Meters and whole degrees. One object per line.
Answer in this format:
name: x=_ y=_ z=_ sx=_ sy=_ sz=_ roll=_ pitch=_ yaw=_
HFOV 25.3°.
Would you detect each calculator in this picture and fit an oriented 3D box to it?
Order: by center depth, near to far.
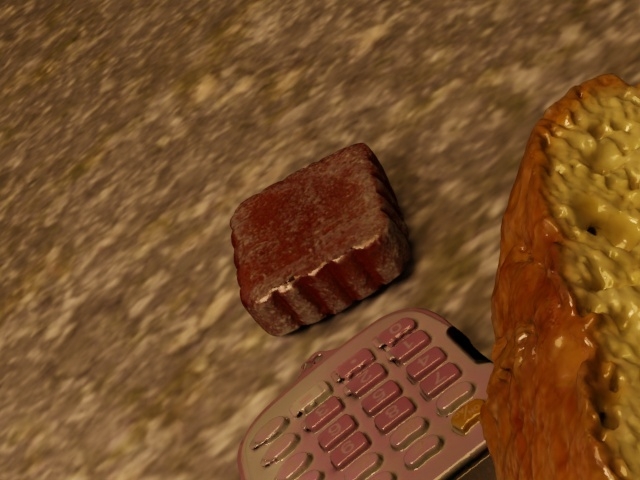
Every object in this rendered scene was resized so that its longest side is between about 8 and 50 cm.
calculator: x=0.050 y=0.149 z=0.924 sx=0.194 sy=0.043 sz=0.294 roll=-39 pitch=33 yaw=-2

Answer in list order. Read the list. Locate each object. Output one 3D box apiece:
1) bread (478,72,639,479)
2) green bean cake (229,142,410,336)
bread: x=0.186 y=0.077 z=0.750 sx=0.194 sy=0.179 sz=0.340 roll=3 pitch=41 yaw=-3
green bean cake: x=0.000 y=0.000 z=1.112 sx=0.135 sy=0.056 sz=0.135 roll=-27 pitch=36 yaw=13
